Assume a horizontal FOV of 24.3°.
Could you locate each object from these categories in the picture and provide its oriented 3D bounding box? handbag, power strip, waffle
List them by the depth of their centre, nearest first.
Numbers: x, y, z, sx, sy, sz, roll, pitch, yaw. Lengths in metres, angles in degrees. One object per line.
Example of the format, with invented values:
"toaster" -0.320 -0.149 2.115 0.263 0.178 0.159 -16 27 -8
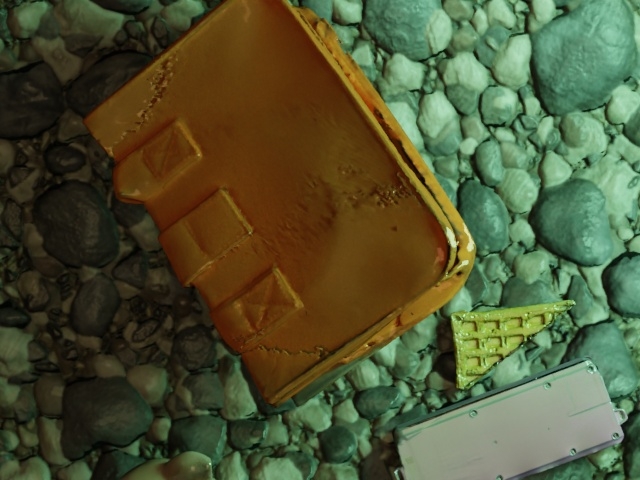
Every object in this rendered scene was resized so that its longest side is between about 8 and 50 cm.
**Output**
"handbag" -0.045 -0.052 1.666 0.303 0.116 0.410 -37 76 13
"power strip" 0.219 0.230 1.752 0.279 0.037 0.109 -21 90 2
"waffle" 0.231 0.123 1.757 0.153 0.023 0.097 -7 92 1

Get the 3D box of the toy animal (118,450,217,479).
"toy animal" -0.157 0.370 1.722 0.165 0.149 0.248 -34 102 -13
